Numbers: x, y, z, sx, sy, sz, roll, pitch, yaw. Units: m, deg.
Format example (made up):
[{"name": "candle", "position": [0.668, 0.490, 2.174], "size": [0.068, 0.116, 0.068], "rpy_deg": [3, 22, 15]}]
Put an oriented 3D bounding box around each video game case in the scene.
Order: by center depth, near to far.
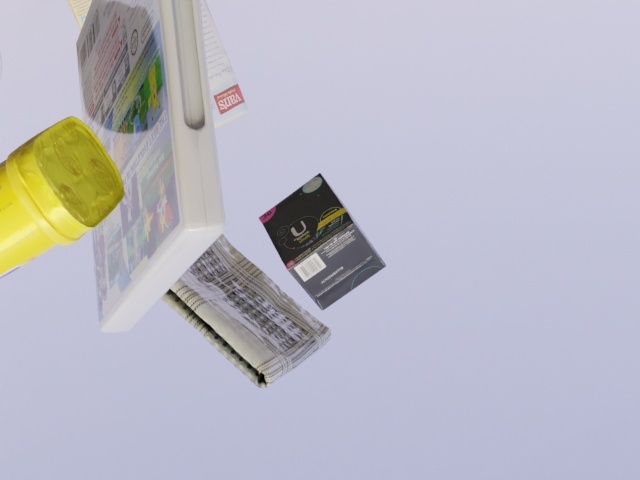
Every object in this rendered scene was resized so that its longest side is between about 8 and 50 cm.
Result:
[{"name": "video game case", "position": [-0.154, -0.102, 1.010], "size": [0.036, 0.300, 0.329], "rpy_deg": [-1, 164, -22]}]

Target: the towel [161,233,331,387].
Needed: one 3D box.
[{"name": "towel", "position": [-0.143, 0.085, 1.942], "size": [0.056, 0.324, 0.312], "rpy_deg": [-53, 170, 20]}]

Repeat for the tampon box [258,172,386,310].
[{"name": "tampon box", "position": [0.000, 0.000, 1.777], "size": [0.120, 0.101, 0.161], "rpy_deg": [-36, -144, 2]}]

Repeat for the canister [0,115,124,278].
[{"name": "canister", "position": [-0.235, -0.008, 0.839], "size": [0.170, 0.073, 0.126], "rpy_deg": [-29, -167, 14]}]

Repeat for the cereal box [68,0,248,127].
[{"name": "cereal box", "position": [-0.187, -0.227, 1.350], "size": [0.047, 0.240, 0.173], "rpy_deg": [-11, -166, 38]}]

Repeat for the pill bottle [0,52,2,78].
[{"name": "pill bottle", "position": [-0.498, -0.230, 1.485], "size": [0.162, 0.162, 0.278], "rpy_deg": [-34, -156, -14]}]
